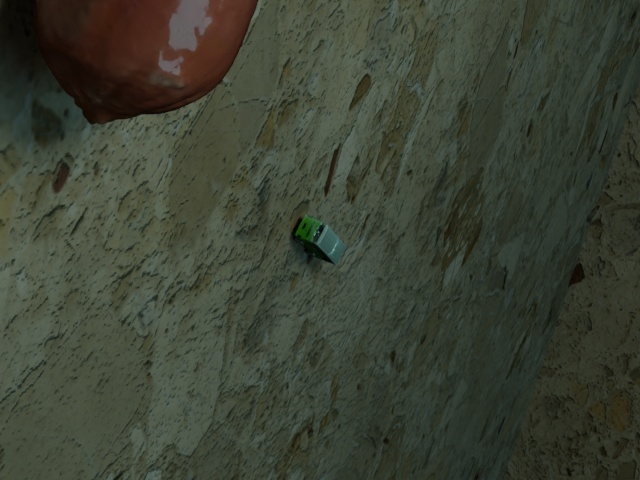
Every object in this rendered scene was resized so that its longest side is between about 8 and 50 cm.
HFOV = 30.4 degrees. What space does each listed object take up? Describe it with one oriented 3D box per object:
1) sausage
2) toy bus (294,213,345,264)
[{"bbox_3d":[-0.097,-0.192,0.746,0.254,0.148,0.148,-68,157,-2],"label":"sausage"},{"bbox_3d":[0.000,0.000,1.254,0.031,0.037,0.083,-63,157,-9],"label":"toy bus"}]
